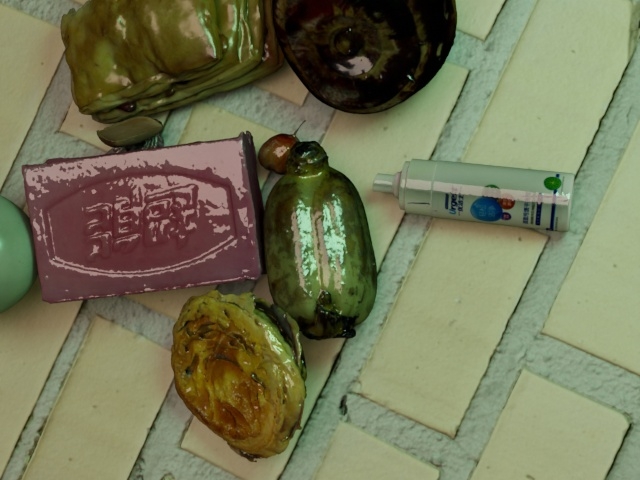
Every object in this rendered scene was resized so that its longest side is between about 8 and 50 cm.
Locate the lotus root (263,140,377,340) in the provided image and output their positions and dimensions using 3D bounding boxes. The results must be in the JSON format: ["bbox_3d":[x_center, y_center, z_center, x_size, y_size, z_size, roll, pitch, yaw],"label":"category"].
[{"bbox_3d":[0.000,0.000,1.704,0.173,0.173,0.309,-7,85,12],"label":"lotus root"}]

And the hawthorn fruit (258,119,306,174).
[{"bbox_3d":[-0.055,-0.155,1.772,0.067,0.067,0.103,35,105,14],"label":"hawthorn fruit"}]

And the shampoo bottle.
[{"bbox_3d":[0.230,-0.074,1.688,0.303,0.092,0.092,7,86,13],"label":"shampoo bottle"}]

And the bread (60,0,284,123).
[{"bbox_3d":[-0.253,-0.373,1.784,0.370,0.191,0.314,-9,83,13],"label":"bread"}]

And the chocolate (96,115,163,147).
[{"bbox_3d":[-0.306,-0.169,1.779,0.064,0.101,0.031,21,127,37],"label":"chocolate"}]

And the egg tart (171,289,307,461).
[{"bbox_3d":[-0.106,0.195,1.703,0.297,0.132,0.297,18,116,43],"label":"egg tart"}]

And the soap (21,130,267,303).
[{"bbox_3d":[-0.272,-0.036,1.753,0.359,0.128,0.233,-7,95,7],"label":"soap"}]

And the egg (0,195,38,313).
[{"bbox_3d":[-0.620,0.027,1.801,0.371,0.230,0.230,-4,83,28],"label":"egg"}]

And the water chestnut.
[{"bbox_3d":[0.068,-0.351,1.694,0.300,0.300,0.300,-1,84,13],"label":"water chestnut"}]

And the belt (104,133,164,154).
[{"bbox_3d":[-0.361,-0.110,1.850,0.232,0.053,0.071,-35,80,7],"label":"belt"}]
